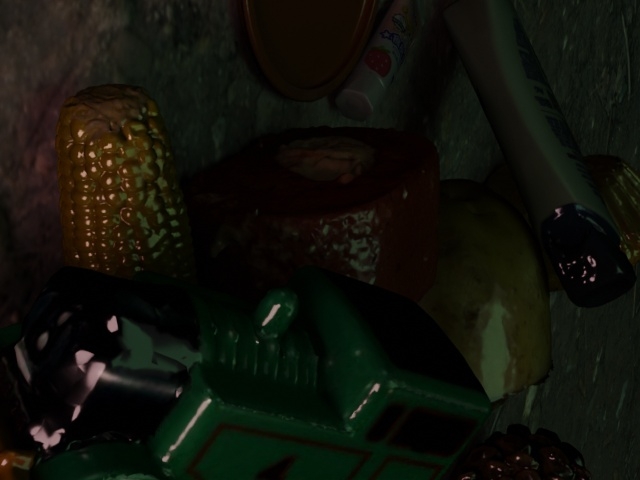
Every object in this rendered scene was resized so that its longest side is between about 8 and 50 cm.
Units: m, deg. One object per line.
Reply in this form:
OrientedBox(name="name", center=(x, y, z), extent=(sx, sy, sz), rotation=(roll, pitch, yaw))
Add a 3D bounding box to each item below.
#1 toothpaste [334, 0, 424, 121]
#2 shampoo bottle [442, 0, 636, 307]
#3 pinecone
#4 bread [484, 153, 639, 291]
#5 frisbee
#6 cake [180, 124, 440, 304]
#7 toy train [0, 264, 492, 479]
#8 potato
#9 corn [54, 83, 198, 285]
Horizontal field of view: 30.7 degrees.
OrientedBox(name="toothpaste", center=(0.068, -0.192, 1.167), extent=(0.067, 0.042, 0.194), rotation=(73, 33, -41))
OrientedBox(name="shampoo bottle", center=(0.228, -0.105, 1.245), extent=(0.134, 0.078, 0.360), rotation=(26, 41, -60))
OrientedBox(name="pinecone", center=(0.278, 0.371, 1.609), extent=(0.272, 0.224, 0.224), rotation=(-11, 111, -74))
OrientedBox(name="bread", center=(0.324, -0.031, 1.513), extent=(0.240, 0.239, 0.139), rotation=(-46, 126, -45))
OrientedBox(name="frisbee", center=(-0.004, -0.246, 1.023), extent=(0.251, 0.021, 0.251), rotation=(-34, 130, -52))
OrientedBox(name="cake", center=(0.000, 0.000, 0.964), extent=(0.283, 0.176, 0.151), rotation=(-31, 128, -56))
OrientedBox(name="toy train", center=(-0.066, 0.127, 0.731), extent=(0.429, 0.178, 0.249), rotation=(21, 113, -43))
OrientedBox(name="potato", center=(0.140, 0.051, 1.229), extent=(0.285, 0.242, 0.243), rotation=(-17, 116, -55))
OrientedBox(name="corn", center=(-0.132, 0.019, 0.813), extent=(0.097, 0.097, 0.262), rotation=(-39, 133, -50))
